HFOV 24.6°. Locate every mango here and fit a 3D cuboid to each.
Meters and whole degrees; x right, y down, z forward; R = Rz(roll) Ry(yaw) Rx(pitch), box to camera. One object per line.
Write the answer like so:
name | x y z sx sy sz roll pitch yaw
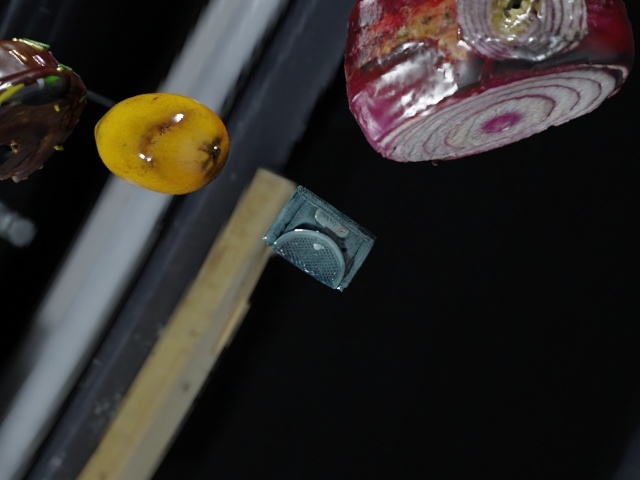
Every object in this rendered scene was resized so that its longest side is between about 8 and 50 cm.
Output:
mango | -0.187 -0.114 1.669 0.145 0.219 0.112 6 -83 -28

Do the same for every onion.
onion | 0.179 -0.251 1.678 0.336 0.260 0.282 -16 -10 -2

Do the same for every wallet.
wallet | 0.000 0.000 1.847 0.129 0.026 0.088 33 -86 -20

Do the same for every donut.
donut | -0.355 -0.125 1.514 0.230 0.096 0.216 -27 -14 -34
